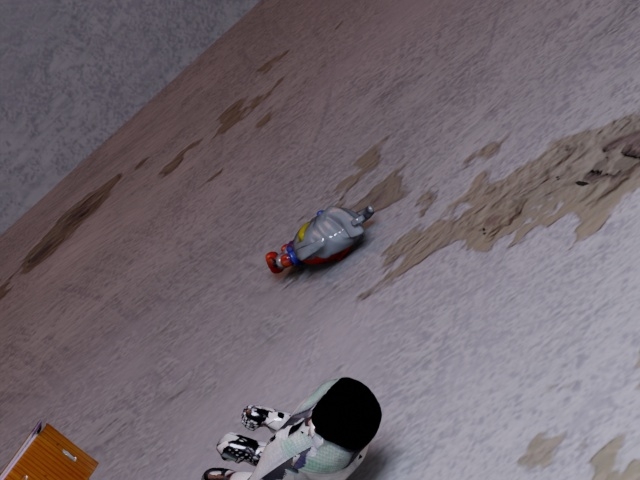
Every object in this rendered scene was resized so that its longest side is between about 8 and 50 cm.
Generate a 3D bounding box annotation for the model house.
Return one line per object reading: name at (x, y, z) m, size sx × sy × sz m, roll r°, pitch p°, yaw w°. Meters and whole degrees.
model house at (-0.334, 0.300, 1.894) m, size 0.207 × 0.136 × 0.219 m, roll -1°, pitch 35°, yaw 32°

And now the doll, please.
doll at (0.000, -0.001, 2.153) m, size 0.104 × 0.062 × 0.195 m, roll -6°, pitch -11°, yaw -32°

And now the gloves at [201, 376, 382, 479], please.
gloves at (-0.029, 0.210, 1.647) m, size 0.212 × 0.111 × 0.127 m, roll 126°, pitch 156°, yaw -46°
